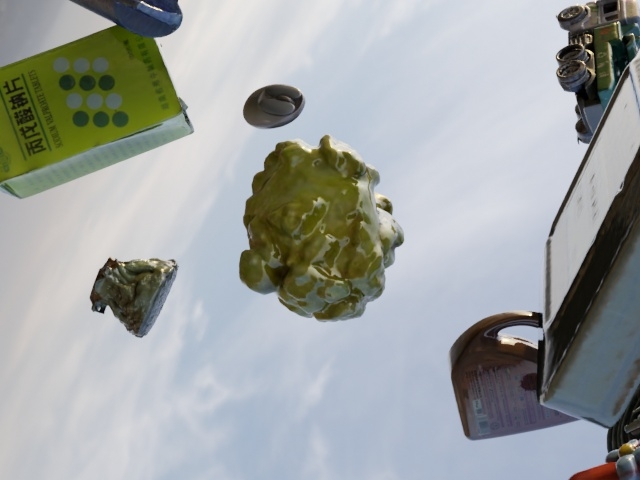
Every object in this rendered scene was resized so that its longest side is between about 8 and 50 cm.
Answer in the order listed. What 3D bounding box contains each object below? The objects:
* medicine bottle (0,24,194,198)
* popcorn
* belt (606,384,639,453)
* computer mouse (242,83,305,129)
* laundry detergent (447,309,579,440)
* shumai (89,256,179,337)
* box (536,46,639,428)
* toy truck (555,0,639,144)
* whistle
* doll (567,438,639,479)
[{"bbox_3d":[-0.293,-0.160,1.202,0.141,0.250,0.137,121,-53,-86],"label":"medicine bottle"},{"bbox_3d":[0.000,0.000,1.406,0.235,0.242,0.250,-28,-141,49],"label":"popcorn"},{"bbox_3d":[0.511,0.252,1.411,0.267,0.116,0.206,-58,-163,31],"label":"belt"},{"bbox_3d":[-0.066,-0.184,1.333,0.096,0.039,0.066,-1,-124,43],"label":"computer mouse"},{"bbox_3d":[0.290,0.168,1.313,0.076,0.237,0.171,-82,157,-69],"label":"laundry detergent"},{"bbox_3d":[-0.229,0.058,1.196,0.124,0.087,0.099,-80,-167,-81],"label":"shumai"},{"bbox_3d":[0.358,-0.039,1.134,0.396,0.111,0.396,-65,174,-63],"label":"box"},{"bbox_3d":[0.562,-0.332,1.925,0.178,0.176,0.363,-14,-142,21],"label":"toy truck"},{"bbox_3d":[-0.255,-0.293,1.168,0.304,0.062,0.062,33,-80,49],"label":"whistle"},{"bbox_3d":[0.426,0.267,1.144,0.290,0.161,0.129,-20,-117,15],"label":"doll"}]
